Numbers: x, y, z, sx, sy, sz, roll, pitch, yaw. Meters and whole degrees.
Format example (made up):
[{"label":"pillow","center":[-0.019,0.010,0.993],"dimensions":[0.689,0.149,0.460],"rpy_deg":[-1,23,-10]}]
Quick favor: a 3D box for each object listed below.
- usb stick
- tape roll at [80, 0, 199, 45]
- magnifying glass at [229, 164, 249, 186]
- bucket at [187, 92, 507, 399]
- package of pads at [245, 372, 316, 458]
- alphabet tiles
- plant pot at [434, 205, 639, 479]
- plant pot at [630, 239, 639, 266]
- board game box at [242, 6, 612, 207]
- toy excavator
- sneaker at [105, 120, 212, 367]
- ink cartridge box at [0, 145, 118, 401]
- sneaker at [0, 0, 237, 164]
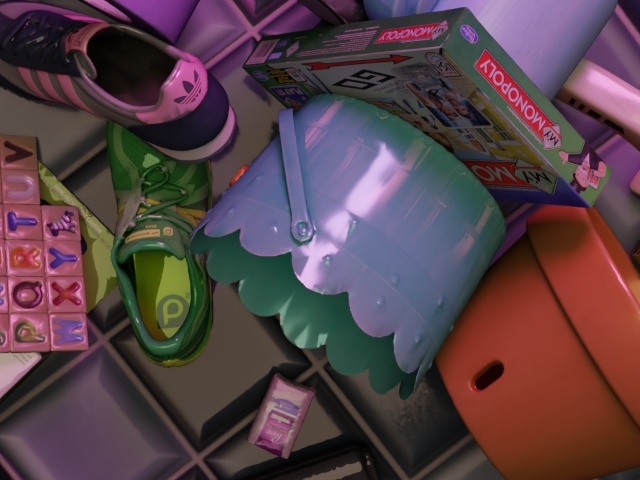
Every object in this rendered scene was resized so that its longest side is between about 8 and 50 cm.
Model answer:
[{"label":"usb stick","center":[-0.070,0.293,1.232],"dimensions":[0.278,0.045,0.077],"rpy_deg":[-18,93,-2]},{"label":"tape roll","center":[-0.238,-0.291,1.078],"dimensions":[0.275,0.275,0.090],"rpy_deg":[28,91,-4]},{"label":"magnifying glass","center":[0.000,0.000,1.234],"dimensions":[0.231,0.026,0.092],"rpy_deg":[38,90,-6]},{"label":"bucket","center":[0.028,0.003,1.091],"dimensions":[0.281,0.281,0.183],"rpy_deg":[37,75,-4]},{"label":"package of pads","center":[-0.043,0.189,1.235],"dimensions":[0.050,0.032,0.083],"rpy_deg":[23,91,-1]},{"label":"alphabet tiles","center":[-0.340,-0.001,1.152],"dimensions":[0.198,0.009,0.237],"rpy_deg":[1,69,-27]},{"label":"plant pot","center":[0.246,0.119,1.142],"dimensions":[0.203,0.291,0.291],"rpy_deg":[-33,94,16]},{"label":"plant pot","center":[0.381,0.024,1.228],"dimensions":[0.079,0.083,0.083],"rpy_deg":[41,90,2]},{"label":"board game box","center":[0.087,-0.117,1.056],"dimensions":[0.213,0.317,0.046],"rpy_deg":[41,73,-28]},{"label":"toy excavator","center":[0.221,-0.178,1.119],"dimensions":[0.445,0.433,0.222],"rpy_deg":[37,90,24]},{"label":"sneaker","center":[-0.160,-0.017,1.168],"dimensions":[0.109,0.123,0.295],"rpy_deg":[-9,87,-3]},{"label":"ink cartridge box","center":[-0.346,0.050,1.179],"dimensions":[0.255,0.097,0.189],"rpy_deg":[-44,94,0]},{"label":"sneaker","center":[-0.231,-0.186,1.115],"dimensions":[0.319,0.131,0.112],"rpy_deg":[21,73,18]}]
